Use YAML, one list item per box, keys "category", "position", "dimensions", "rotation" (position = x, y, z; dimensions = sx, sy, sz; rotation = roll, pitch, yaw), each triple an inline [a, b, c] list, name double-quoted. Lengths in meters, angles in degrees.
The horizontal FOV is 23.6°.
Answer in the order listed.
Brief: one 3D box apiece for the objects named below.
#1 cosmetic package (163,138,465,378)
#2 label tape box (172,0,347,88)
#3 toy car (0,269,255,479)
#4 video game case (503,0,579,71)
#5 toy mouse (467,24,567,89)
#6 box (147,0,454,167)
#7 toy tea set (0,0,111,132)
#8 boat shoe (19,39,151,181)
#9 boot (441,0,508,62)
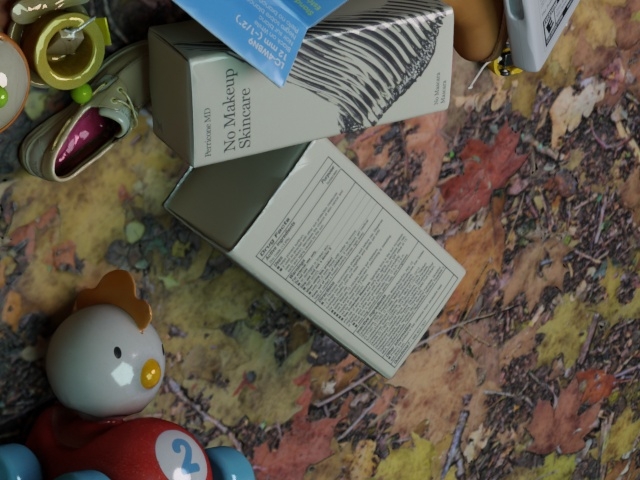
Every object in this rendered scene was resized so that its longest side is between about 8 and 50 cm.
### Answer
- category: "cosmetic package"
  position: [0.000, 0.000, 1.565]
  dimensions: [0.153, 0.129, 0.296]
  rotation: [-53, 135, -5]
- category: "label tape box"
  position: [-0.023, -0.343, 1.282]
  dimensions: [0.249, 0.115, 0.348]
  rotation: [37, 63, -29]
- category: "toy car"
  position: [-0.189, 0.149, 1.442]
  dimensions: [0.219, 0.210, 0.238]
  rotation: [-2, 100, -51]
- category: "video game case"
  position: [0.258, -0.388, 1.553]
  dimensions: [0.329, 0.036, 0.300]
  rotation: [-58, 151, -27]
- category: "toy mouse"
  position: [0.215, -0.256, 1.691]
  dimensions: [0.161, 0.031, 0.143]
  rotation: [-20, 123, -33]
- category: "box"
  position: [-0.016, -0.157, 1.409]
  dimensions: [0.275, 0.094, 0.113]
  rotation: [-16, 123, -25]
- category: "toy tea set"
  position: [-0.262, -0.232, 1.229]
  dimensions: [0.200, 0.124, 0.336]
  rotation: [-28, 126, -28]
- category: "boat shoe"
  position: [-0.194, -0.113, 1.391]
  dimensions: [0.170, 0.059, 0.063]
  rotation: [-47, 133, -13]
- category: "boot"
  position: [0.075, -0.257, 1.526]
  dimensions: [0.220, 0.109, 0.283]
  rotation: [-31, 139, -16]
